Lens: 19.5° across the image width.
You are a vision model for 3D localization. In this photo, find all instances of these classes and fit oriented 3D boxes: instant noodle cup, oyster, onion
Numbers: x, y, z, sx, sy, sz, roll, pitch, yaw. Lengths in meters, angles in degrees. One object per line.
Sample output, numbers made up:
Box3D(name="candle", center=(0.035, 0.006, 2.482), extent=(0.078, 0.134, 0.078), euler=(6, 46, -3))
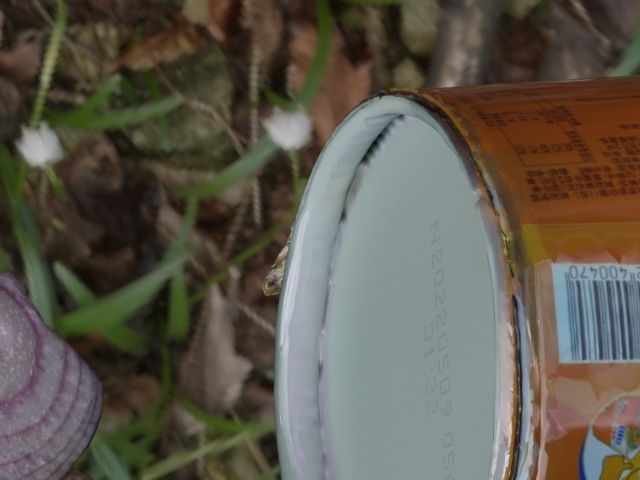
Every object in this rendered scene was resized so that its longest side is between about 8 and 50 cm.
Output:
Box3D(name="instant noodle cup", center=(0.118, 0.053, 0.760), extent=(0.214, 0.296, 0.296), euler=(3, 120, -22))
Box3D(name="oyster", center=(0.002, 0.002, 1.199), extent=(0.051, 0.034, 0.093), euler=(27, 85, -19))
Box3D(name="onion", center=(-0.301, 0.121, 1.292), extent=(0.256, 0.230, 0.272), euler=(-23, 90, -47))
